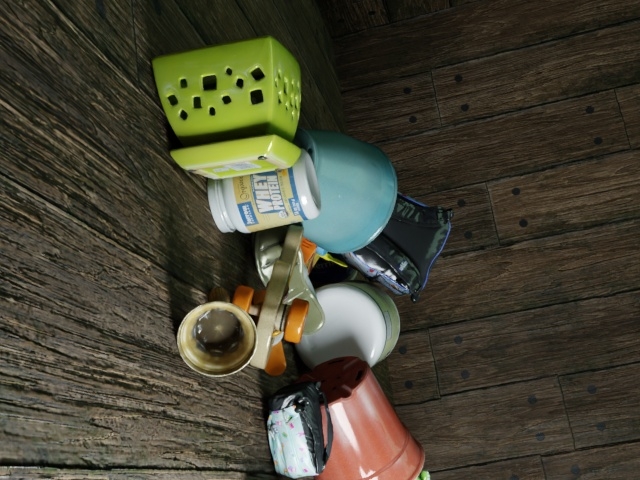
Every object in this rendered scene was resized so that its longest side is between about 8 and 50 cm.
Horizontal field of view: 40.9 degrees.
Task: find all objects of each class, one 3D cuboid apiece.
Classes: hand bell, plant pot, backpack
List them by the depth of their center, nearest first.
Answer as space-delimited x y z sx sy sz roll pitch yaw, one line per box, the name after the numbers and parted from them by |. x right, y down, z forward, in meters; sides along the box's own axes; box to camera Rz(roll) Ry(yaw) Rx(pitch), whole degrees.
-0.171 0.123 1.453 0.242 0.126 0.126 -109 -176 -74 | hand bell
-0.155 -0.229 1.563 0.228 0.227 0.207 13 70 -77 | plant pot
-0.045 0.388 1.743 0.152 0.115 0.182 -12 91 -69 | backpack
-0.011 -0.130 1.915 0.255 0.271 0.272 21 54 -50 | plant pot
0.065 0.428 1.970 0.272 0.272 0.265 -77 145 -67 | plant pot
0.173 -0.009 2.249 0.213 0.263 0.277 -19 -138 63 | backpack

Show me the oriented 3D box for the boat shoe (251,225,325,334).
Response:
-0.085 0.075 1.960 0.103 0.113 0.302 -131 -161 -62 | boat shoe

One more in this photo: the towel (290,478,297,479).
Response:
-0.052 0.572 1.597 0.308 0.076 0.228 38 41 -75 | towel

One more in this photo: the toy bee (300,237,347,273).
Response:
0.000 0.000 2.142 0.195 0.298 0.162 48 -8 18 | toy bee

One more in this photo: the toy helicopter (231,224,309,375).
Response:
-0.084 0.113 1.757 0.355 0.140 0.235 -75 176 -46 | toy helicopter

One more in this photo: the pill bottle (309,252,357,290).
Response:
0.000 0.000 2.349 0.153 0.153 0.265 -89 163 -52 | pill bottle

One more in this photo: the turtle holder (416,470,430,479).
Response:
0.146 0.731 2.204 0.320 0.243 0.227 -63 171 28 | turtle holder

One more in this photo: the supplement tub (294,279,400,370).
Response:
0.077 0.222 2.218 0.325 0.235 0.236 1 77 -75 | supplement tub

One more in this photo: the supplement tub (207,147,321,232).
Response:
-0.110 -0.095 1.701 0.144 0.199 0.144 -13 90 -80 | supplement tub
